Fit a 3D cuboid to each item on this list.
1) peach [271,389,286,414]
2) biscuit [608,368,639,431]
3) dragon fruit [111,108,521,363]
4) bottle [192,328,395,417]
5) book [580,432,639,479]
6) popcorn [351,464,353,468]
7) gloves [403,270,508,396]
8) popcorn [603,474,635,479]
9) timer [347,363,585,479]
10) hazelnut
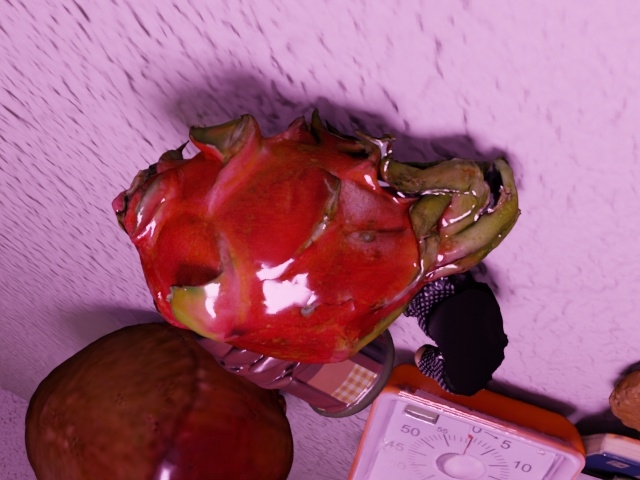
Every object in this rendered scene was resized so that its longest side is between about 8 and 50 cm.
[{"bbox_3d":[-0.111,0.313,1.414,0.101,0.100,0.100,17,156,8],"label":"peach"},{"bbox_3d":[0.409,0.178,0.780,0.226,0.042,0.226,19,156,9],"label":"biscuit"},{"bbox_3d":[-0.007,-0.020,0.554,0.200,0.269,0.198,53,-169,-15],"label":"dragon fruit"},{"bbox_3d":[-0.048,0.083,0.835,0.271,0.143,0.156,34,-168,-33],"label":"bottle"},{"bbox_3d":[0.528,0.326,0.961,0.428,0.039,0.300,16,164,9],"label":"book"},{"bbox_3d":[0.170,0.452,1.430,0.200,0.226,0.203,51,-159,9],"label":"popcorn"},{"bbox_3d":[0.102,0.069,0.756,0.129,0.106,0.181,34,-179,-25],"label":"gloves"},{"bbox_3d":[0.386,0.370,0.959,0.173,0.142,0.173,-9,155,-4],"label":"popcorn"},{"bbox_3d":[0.187,0.265,1.012,0.257,0.161,0.250,18,149,7],"label":"timer"},{"bbox_3d":[-0.245,0.318,1.225,0.421,0.352,0.421,-1,157,0],"label":"hazelnut"}]
